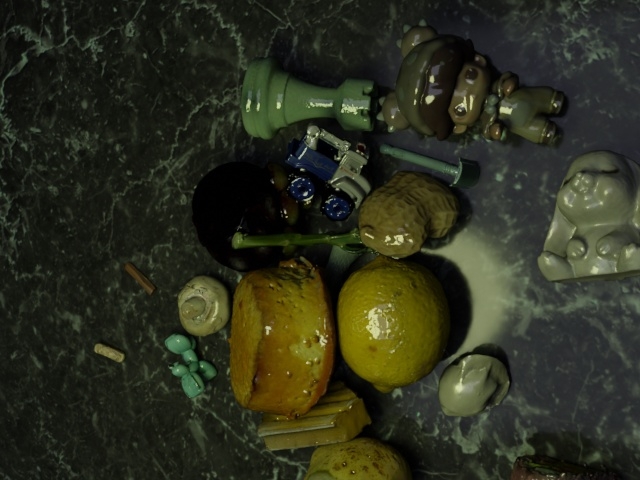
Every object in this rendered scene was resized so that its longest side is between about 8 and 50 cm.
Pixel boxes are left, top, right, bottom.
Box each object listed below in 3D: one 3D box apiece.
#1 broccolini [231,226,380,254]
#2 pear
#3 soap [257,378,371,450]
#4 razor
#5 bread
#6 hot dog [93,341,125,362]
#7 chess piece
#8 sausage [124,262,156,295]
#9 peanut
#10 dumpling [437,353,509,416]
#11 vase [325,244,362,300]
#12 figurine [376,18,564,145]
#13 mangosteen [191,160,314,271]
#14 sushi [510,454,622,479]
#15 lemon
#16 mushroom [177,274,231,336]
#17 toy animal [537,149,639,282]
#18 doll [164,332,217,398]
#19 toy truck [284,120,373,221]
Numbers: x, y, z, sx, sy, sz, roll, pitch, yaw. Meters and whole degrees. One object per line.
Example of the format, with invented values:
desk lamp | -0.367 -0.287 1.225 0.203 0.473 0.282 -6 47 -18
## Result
broccolini | -0.001 -0.005 1.795 0.079 0.391 0.074 -114 30 -43
pear | 0.082 0.580 1.837 0.271 0.271 0.271 1 93 22
soap | -0.006 0.411 1.889 0.257 0.160 0.080 -12 117 24
razor | 0.237 -0.182 1.811 0.231 0.106 0.068 23 101 29
bread | -0.094 0.219 1.823 0.337 0.204 0.359 37 120 60
hot dog | -0.578 0.307 2.193 0.090 0.034 0.030 23 91 0
chess piece | -0.019 -0.325 1.860 0.298 0.194 0.195 7 95 13
sausage | -0.488 0.103 2.149 0.116 0.026 0.026 42 107 16
peanut | 0.190 -0.059 1.772 0.196 0.233 0.110 39 148 30
dumpling | 0.342 0.333 1.789 0.150 0.092 0.177 21 95 6
vase | 0.035 0.072 1.906 0.081 0.081 0.149 33 107 18
figurine | 0.325 -0.315 1.713 0.380 0.203 0.249 17 106 9
mangosteen | -0.164 -0.066 1.896 0.287 0.233 0.288 -11 67 27
sushi | 0.516 0.522 1.707 0.161 0.241 0.108 10 92 60
lemon | 0.159 0.186 1.762 0.257 0.258 0.310 3 91 22
mushroom | -0.300 0.166 2.024 0.154 0.122 0.154 1 92 29
toy animal | 0.572 -0.051 1.628 0.271 0.206 0.265 -13 74 42
doll | -0.337 0.309 2.042 0.059 0.159 0.159 -35 102 22
toy truck | 0.025 -0.167 1.812 0.213 0.161 0.177 28 117 -13
